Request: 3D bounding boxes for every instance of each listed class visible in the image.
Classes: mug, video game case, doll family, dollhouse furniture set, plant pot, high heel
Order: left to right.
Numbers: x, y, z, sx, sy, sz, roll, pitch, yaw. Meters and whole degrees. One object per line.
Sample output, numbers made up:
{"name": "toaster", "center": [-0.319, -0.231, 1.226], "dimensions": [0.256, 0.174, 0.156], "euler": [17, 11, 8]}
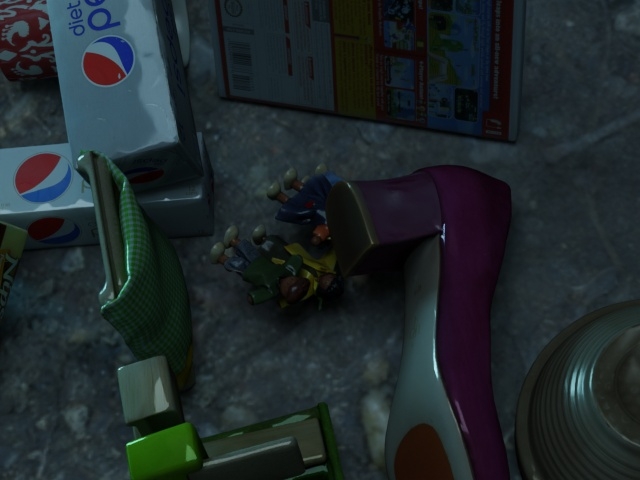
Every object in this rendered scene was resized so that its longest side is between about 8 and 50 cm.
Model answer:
{"name": "mug", "center": [-0.215, -0.207, 1.769], "dimensions": [0.169, 0.150, 0.113], "euler": [-9, 96, 7]}
{"name": "dollhouse furniture set", "center": [-0.086, 0.077, 1.519], "dimensions": [0.151, 0.197, 0.301], "euler": [-14, 60, 0]}
{"name": "doll family", "center": [0.000, 0.000, 1.627], "dimensions": [0.111, 0.076, 0.193], "euler": [29, 64, 26]}
{"name": "video game case", "center": [0.039, -0.187, 1.654], "dimensions": [0.285, 0.204, 0.025], "euler": [10, 48, 12]}
{"name": "high heel", "center": [0.138, 0.106, 1.541], "dimensions": [0.181, 0.127, 0.377], "euler": [-5, 71, -31]}
{"name": "plant pot", "center": [0.274, 0.137, 1.495], "dimensions": [0.237, 0.109, 0.237], "euler": [-3, 59, 5]}

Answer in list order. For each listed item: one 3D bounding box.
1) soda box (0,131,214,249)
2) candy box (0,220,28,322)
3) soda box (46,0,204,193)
{"name": "soda box", "center": [-0.207, -0.042, 1.677], "dimensions": [0.216, 0.069, 0.074], "euler": [-5, 60, 5]}
{"name": "candy box", "center": [-0.433, 0.033, 1.617], "dimensions": [0.316, 0.087, 0.183], "euler": [15, 85, 14]}
{"name": "soda box", "center": [-0.180, -0.186, 1.631], "dimensions": [0.098, 0.091, 0.286], "euler": [-15, 71, 7]}
